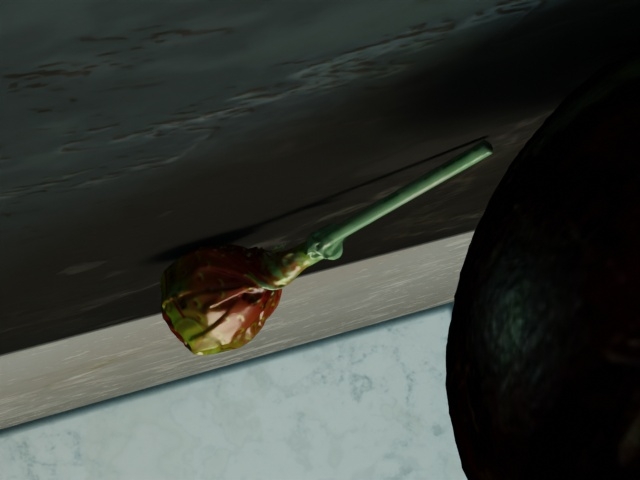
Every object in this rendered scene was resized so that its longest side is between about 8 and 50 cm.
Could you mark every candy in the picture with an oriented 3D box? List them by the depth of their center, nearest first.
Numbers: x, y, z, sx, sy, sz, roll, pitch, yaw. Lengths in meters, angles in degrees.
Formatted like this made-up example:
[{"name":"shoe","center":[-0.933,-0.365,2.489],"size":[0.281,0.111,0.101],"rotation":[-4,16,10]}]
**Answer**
[{"name":"candy","center":[0.000,0.000,0.655],"size":[0.201,0.060,0.060],"rotation":[-29,169,29]}]

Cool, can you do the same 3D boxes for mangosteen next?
[{"name":"mangosteen","center":[0.180,0.030,0.444],"size":[0.288,0.288,0.288],"rotation":[-16,174,-2]}]
